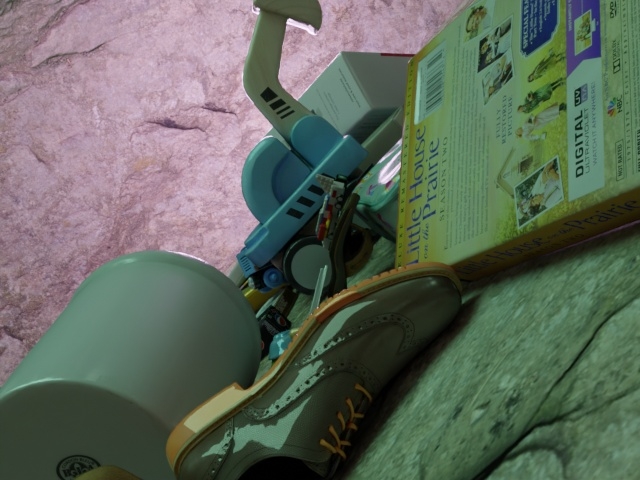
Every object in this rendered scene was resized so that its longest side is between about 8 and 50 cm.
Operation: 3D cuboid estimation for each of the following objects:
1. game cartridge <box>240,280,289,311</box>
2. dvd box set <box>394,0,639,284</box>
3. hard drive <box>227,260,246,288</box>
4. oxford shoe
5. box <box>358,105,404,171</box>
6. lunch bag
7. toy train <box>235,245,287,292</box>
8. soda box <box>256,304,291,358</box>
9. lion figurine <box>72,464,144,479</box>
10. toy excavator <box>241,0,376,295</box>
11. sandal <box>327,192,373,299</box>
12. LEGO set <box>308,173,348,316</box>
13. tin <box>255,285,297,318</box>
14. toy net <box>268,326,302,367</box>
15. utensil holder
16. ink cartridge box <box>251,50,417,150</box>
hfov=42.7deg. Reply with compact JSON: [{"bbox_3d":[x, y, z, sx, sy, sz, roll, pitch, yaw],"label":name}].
[{"bbox_3d":[-0.174,0.126,1.874,0.323,0.053,0.285,-36,7,-6],"label":"game cartridge"},{"bbox_3d":[0.206,-0.132,0.815,0.420,0.062,0.308,147,133,-61],"label":"dvd box set"},{"bbox_3d":[-0.094,-0.036,1.828,0.307,0.040,0.203,-53,-2,33],"label":"hard drive"},{"bbox_3d":[0.013,0.167,0.831,0.363,0.130,0.133,-40,42,5],"label":"oxford shoe"},{"bbox_3d":[0.102,-0.137,1.679,0.275,0.113,0.094,-41,8,30],"label":"box"},{"bbox_3d":[0.156,-0.105,1.254,0.224,0.108,0.279,-49,9,-2],"label":"lunch bag"},{"bbox_3d":[-0.079,0.035,1.684,0.184,0.105,0.080,-24,-2,-28],"label":"toy train"},{"bbox_3d":[-0.131,0.197,1.507,0.169,0.053,0.060,-44,9,20],"label":"soda box"},{"bbox_3d":[-0.224,0.315,0.799,0.142,0.240,0.392,-48,8,1],"label":"lion figurine"},{"bbox_3d":[-0.051,-0.183,1.502,0.433,0.445,0.222,-48,9,-1],"label":"toy excavator"},{"bbox_3d":[0.047,0.022,1.209,0.090,0.060,0.219,-70,-13,-52],"label":"sandal"},{"bbox_3d":[0.000,0.000,1.309,0.182,0.060,0.244,102,-178,-82],"label":"LEGO set"},{"bbox_3d":[-0.105,0.159,1.623,0.106,0.040,0.190,-47,7,32],"label":"tin"},{"bbox_3d":[0.011,0.129,1.172,0.122,0.045,0.232,-19,-6,-32],"label":"toy net"},{"bbox_3d":[-0.277,0.230,1.181,0.327,0.327,0.385,-45,10,19],"label":"utensil holder"},{"bbox_3d":[0.061,-0.267,1.951,0.279,0.160,0.384,-13,-20,-45],"label":"ink cartridge box"}]
